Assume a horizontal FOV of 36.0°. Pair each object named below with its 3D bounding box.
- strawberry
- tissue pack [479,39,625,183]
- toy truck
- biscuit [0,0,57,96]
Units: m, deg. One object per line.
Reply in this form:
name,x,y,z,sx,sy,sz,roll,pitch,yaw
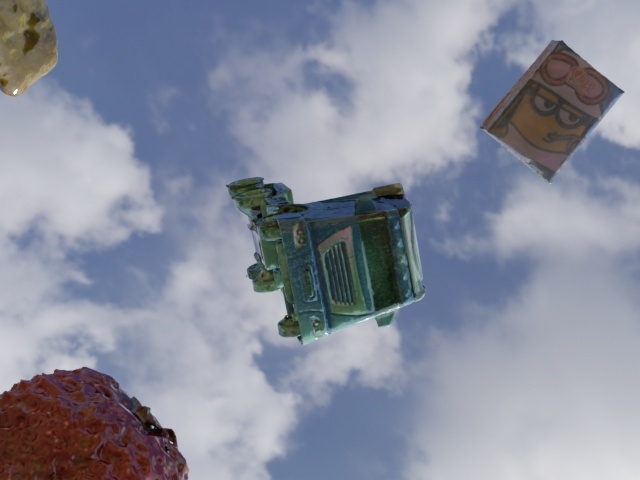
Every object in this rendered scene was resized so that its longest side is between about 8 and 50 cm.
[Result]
strawberry,-0.352,0.303,1.220,0.312,0.351,0.267,3,-84,48
tissue pack,0.306,-0.171,1.309,0.115,0.065,0.155,38,-82,-9
toy truck,0.000,0.000,0.541,0.081,0.175,0.067,-12,-78,-10
biscuit,-0.240,-0.239,0.816,0.039,0.174,0.183,14,-125,37
